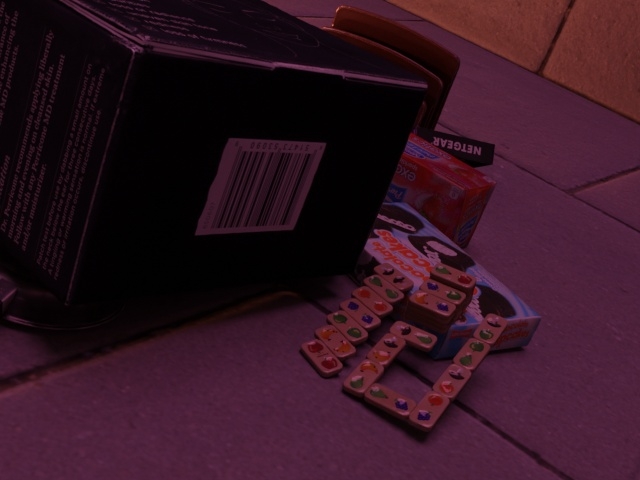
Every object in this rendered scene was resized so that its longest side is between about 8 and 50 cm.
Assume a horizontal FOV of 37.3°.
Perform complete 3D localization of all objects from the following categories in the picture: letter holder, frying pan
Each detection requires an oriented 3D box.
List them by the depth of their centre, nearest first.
[{"bbox_3d":[-0.352,0.046,1.024,0.197,0.053,0.326,32,24,26],"label":"frying pan"},{"bbox_3d":[0.111,-0.347,1.982,0.301,0.214,0.152,28,25,15],"label":"letter holder"}]

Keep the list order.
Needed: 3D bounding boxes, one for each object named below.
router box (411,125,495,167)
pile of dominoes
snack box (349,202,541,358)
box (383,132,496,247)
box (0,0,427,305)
[{"bbox_3d":[0.230,-0.177,1.855,0.178,0.046,0.133,9,-6,-24],"label":"router box"},{"bbox_3d":[0.105,0.107,1.164,0.196,0.040,0.251,23,38,23],"label":"pile of dominoes"},{"bbox_3d":[0.143,0.047,1.377,0.187,0.060,0.322,-3,33,-38],"label":"snack box"},{"bbox_3d":[0.146,-0.097,1.596,0.257,0.128,0.122,34,28,27],"label":"box"},{"bbox_3d":[-0.215,-0.173,1.190,0.471,0.297,0.479,36,24,34],"label":"box"}]
